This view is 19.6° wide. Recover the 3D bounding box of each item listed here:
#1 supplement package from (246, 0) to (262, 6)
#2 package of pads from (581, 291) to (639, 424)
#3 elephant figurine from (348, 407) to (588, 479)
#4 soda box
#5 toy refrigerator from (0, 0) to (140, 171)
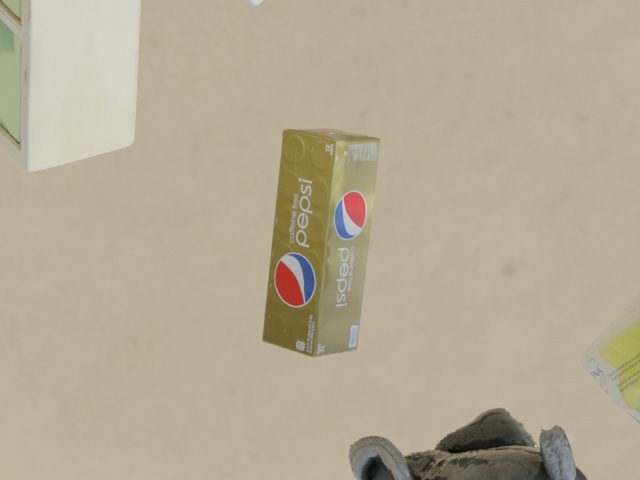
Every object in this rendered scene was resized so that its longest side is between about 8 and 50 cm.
[{"bbox_3d":[-0.015,-0.313,1.004,0.293,0.177,0.175,-44,140,7],"label":"supplement package"},{"bbox_3d":[0.329,0.025,1.375,0.229,0.101,0.296,-44,175,-18],"label":"package of pads"},{"bbox_3d":[0.090,0.200,1.356,0.169,0.239,0.186,38,85,-42],"label":"elephant figurine"},{"bbox_3d":[0.000,0.000,1.516,0.058,0.061,0.181,-5,105,-49],"label":"soda box"},{"bbox_3d":[-0.182,-0.189,1.220,0.094,0.102,0.269,-18,133,-31],"label":"toy refrigerator"}]
